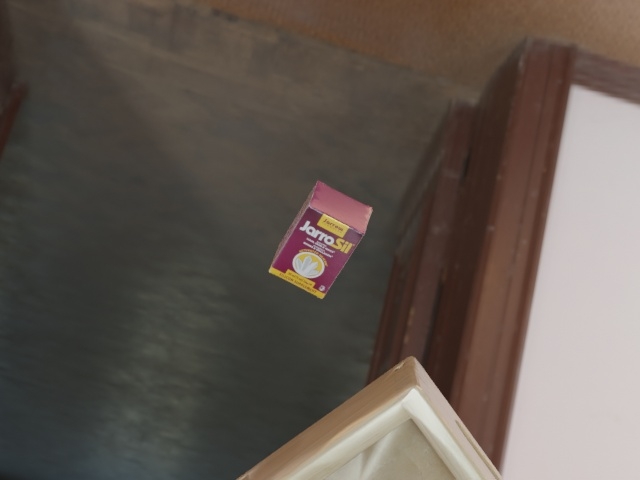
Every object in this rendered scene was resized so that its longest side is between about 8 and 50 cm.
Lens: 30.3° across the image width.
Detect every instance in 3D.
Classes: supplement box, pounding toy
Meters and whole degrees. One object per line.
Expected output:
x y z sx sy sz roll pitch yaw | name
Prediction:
0.000 0.000 1.004 0.055 0.043 0.083 27 126 -6 | supplement box
0.020 0.199 0.640 0.181 0.206 0.094 54 -174 -3 | pounding toy
